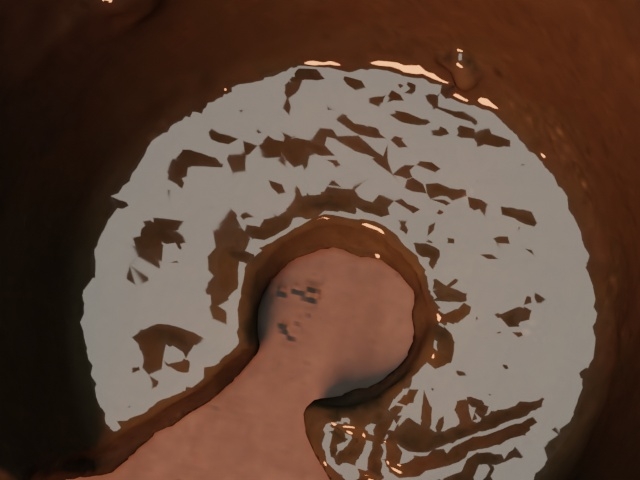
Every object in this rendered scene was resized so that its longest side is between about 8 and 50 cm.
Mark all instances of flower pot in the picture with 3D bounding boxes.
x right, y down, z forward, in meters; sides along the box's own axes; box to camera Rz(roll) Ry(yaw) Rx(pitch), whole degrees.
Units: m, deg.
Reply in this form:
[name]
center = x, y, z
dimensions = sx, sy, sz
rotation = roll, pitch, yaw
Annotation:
[flower pot]
center = 0.000, 0.000, 0.626
dimensions = 0.379, 0.251, 0.379
rotation = -1, 80, 8
